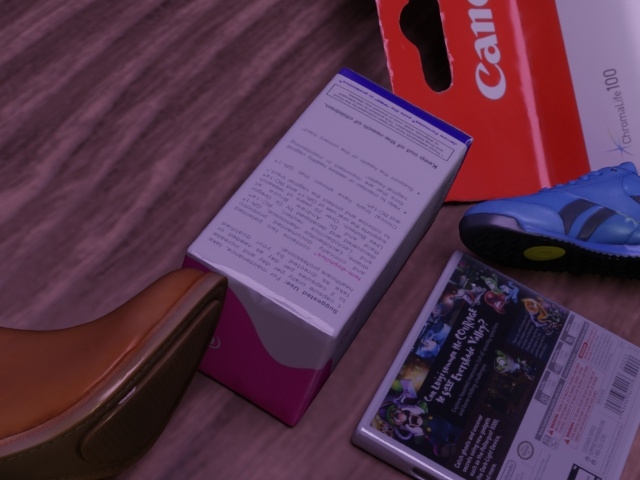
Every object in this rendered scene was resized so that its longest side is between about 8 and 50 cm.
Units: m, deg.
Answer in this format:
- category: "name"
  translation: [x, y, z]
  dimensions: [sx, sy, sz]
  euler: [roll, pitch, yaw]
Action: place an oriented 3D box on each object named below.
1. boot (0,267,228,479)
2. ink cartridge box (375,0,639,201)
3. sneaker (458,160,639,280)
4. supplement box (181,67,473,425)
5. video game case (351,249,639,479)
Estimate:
- category: "boot"
  translation: [-0.211, 0.071, 0.768]
  dimensions: [0.220, 0.109, 0.283]
  euler: [36, 70, 19]
- category: "ink cartridge box"
  translation: [0.236, -0.194, 1.092]
  dimensions: [0.385, 0.091, 0.308]
  euler: [-3, 77, -24]
- category: "sneaker"
  translation: [0.198, -0.020, 1.008]
  dimensions: [0.209, 0.069, 0.082]
  euler: [5, 71, -21]
- category: "supplement box"
  translation: [0.000, 0.000, 0.907]
  dimensions: [0.114, 0.111, 0.220]
  euler: [30, 48, 7]
- category: "video game case"
  translation: [0.135, 0.111, 0.922]
  dimensions: [0.173, 0.022, 0.190]
  euler: [29, 49, 5]
